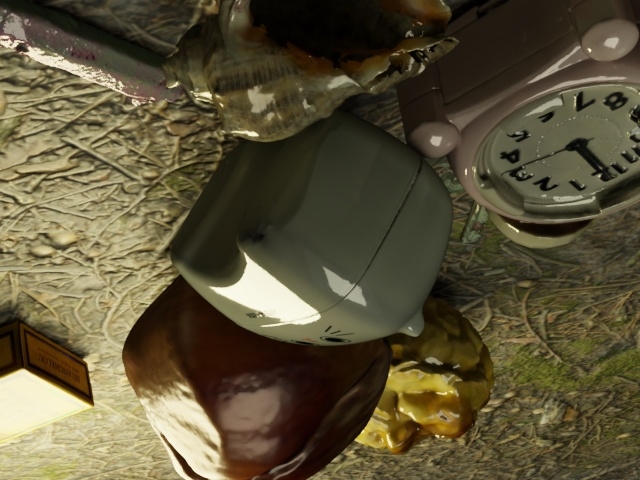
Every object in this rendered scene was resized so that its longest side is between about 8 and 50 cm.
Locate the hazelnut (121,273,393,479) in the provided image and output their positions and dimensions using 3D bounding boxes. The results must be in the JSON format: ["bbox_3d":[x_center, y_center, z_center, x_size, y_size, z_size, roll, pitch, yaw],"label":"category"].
[{"bbox_3d":[-0.080,0.166,1.824,0.372,0.315,0.372,-10,142,-8],"label":"hazelnut"}]

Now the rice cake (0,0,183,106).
[{"bbox_3d":[-0.271,-0.196,1.394,0.081,0.051,0.290,-35,144,32],"label":"rice cake"}]

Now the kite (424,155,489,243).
[{"bbox_3d":[0.242,-0.092,1.821,0.406,0.014,0.368,-7,149,-11],"label":"kite"}]

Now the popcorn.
[{"bbox_3d":[0.103,0.193,2.065,0.332,0.225,0.265,25,124,-18],"label":"popcorn"}]

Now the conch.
[{"bbox_3d":[-0.019,-0.215,1.366,0.291,0.159,0.210,-14,115,-12],"label":"conch"}]

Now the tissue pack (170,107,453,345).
[{"bbox_3d":[0.000,0.000,1.538,0.236,0.229,0.333,36,160,-19],"label":"tissue pack"}]

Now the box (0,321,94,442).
[{"bbox_3d":[-0.516,0.235,1.990,0.301,0.084,0.193,-22,149,14],"label":"box"}]

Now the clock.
[{"bbox_3d":[0.290,-0.144,1.538,0.342,0.184,0.326,-25,136,33],"label":"clock"}]
